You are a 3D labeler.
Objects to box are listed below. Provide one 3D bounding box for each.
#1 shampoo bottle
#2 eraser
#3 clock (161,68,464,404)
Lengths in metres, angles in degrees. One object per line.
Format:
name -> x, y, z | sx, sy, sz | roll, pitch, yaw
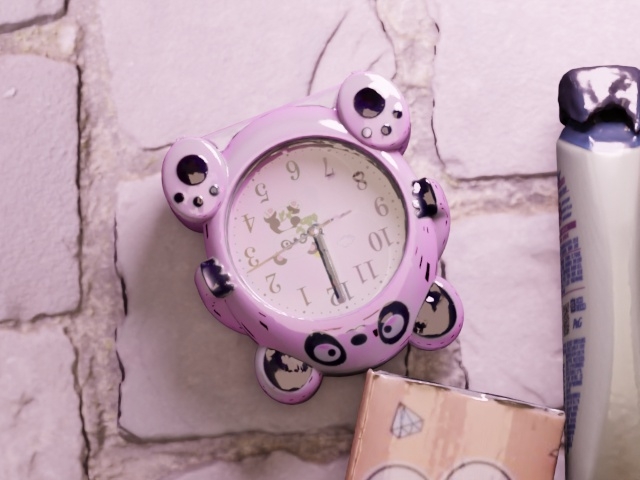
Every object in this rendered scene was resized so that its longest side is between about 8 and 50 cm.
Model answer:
shampoo bottle -> 0.241, 0.033, 1.442 | 0.078, 0.134, 0.359 | 0, 81, 1
eraser -> 0.091, 0.265, 1.426 | 0.171, 0.087, 0.290 | 12, 87, -2
clock -> 0.000, 0.000, 1.483 | 0.227, 0.090, 0.248 | -21, 83, -1
